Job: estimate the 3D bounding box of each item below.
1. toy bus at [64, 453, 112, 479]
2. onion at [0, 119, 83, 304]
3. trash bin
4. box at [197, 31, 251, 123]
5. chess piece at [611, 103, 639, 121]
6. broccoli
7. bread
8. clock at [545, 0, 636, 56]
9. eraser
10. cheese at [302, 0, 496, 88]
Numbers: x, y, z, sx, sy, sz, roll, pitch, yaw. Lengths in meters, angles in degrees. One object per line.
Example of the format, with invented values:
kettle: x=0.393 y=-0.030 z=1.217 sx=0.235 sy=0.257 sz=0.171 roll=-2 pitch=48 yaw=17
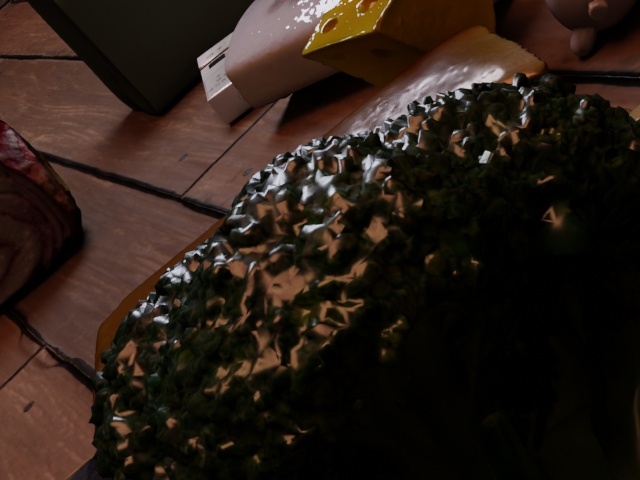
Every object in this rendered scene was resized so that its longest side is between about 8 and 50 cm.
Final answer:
toy bus: x=-0.058 y=0.120 z=0.712 sx=0.226 sy=0.074 sz=0.081 roll=-36 pitch=24 yaw=11
onion: x=-0.388 y=-0.040 z=1.289 sx=0.216 sy=0.206 sz=0.207 roll=-40 pitch=24 yaw=-1
trash bin: x=-0.162 y=-0.342 z=1.473 sx=0.343 sy=0.223 sz=0.158 roll=-48 pitch=26 yaw=-10
box: x=-0.083 y=-0.183 z=1.297 sx=0.084 sy=0.040 sz=0.154 roll=-38 pitch=26 yaw=8
chess piece: x=0.218 y=-0.036 z=0.580 sx=0.170 sy=0.094 sz=0.094 roll=-12 pitch=36 yaw=35
broccoli: x=0.057 y=0.100 z=0.426 sx=0.297 sy=0.297 sz=0.297 roll=-43 pitch=63 yaw=-6
bread: x=0.000 y=-0.001 z=0.828 sx=0.361 sy=0.077 sz=0.138 roll=-39 pitch=25 yaw=3
clock: x=0.205 y=-0.227 z=0.852 sx=0.117 sy=0.080 sz=0.176 roll=-88 pitch=11 yaw=-48
eraser: x=0.051 y=-0.224 z=1.117 sx=0.270 sy=0.095 sz=0.174 roll=-17 pitch=31 yaw=39
cheese: x=0.072 y=-0.210 z=0.942 sx=0.093 sy=0.126 sz=0.171 roll=-6 pitch=71 yaw=52
